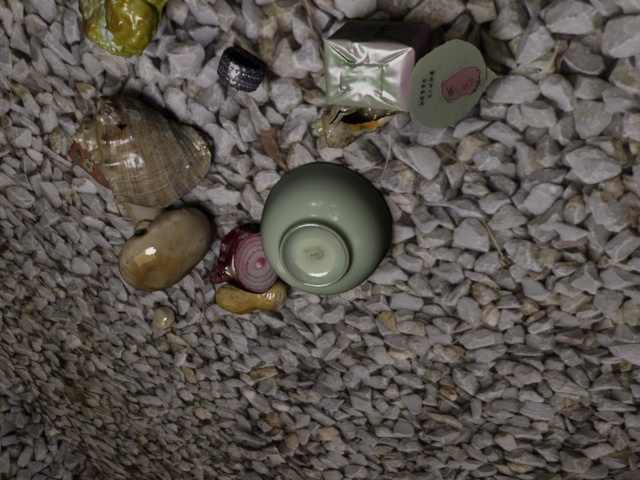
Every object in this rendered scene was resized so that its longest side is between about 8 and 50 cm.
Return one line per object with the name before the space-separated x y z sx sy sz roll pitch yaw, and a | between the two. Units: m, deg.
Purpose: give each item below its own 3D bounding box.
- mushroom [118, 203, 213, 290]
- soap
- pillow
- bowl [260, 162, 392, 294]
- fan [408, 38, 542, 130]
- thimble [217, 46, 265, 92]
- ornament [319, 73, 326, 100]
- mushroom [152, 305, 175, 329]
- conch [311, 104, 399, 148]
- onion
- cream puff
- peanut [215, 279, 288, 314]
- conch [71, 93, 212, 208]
mushroom | -0.475 -0.015 1.610 0.290 0.292 0.292 50 128 5
soap | 0.118 -0.362 1.151 0.181 0.199 0.139 8 124 15
pillow | -0.640 -0.244 1.615 0.171 0.075 0.179 41 130 -11
bowl | 0.000 0.000 1.423 0.353 0.185 0.354 5 116 9
fan | 0.311 -0.312 1.108 0.309 0.010 0.182 -14 129 -16
thimble | -0.186 -0.397 1.312 0.104 0.095 0.066 41 128 9
ornament | 0.029 -0.363 1.288 0.068 0.041 0.092 2 135 25
mushroom | -0.541 0.268 1.952 0.083 0.067 0.084 -1 88 25
conch | 0.081 -0.274 1.268 0.207 0.155 0.130 -5 104 3
onion | -0.234 0.067 1.590 0.139 0.218 0.195 19 130 48
cream puff | -0.414 -0.537 1.245 0.281 0.185 0.282 17 115 42
peanut | -0.215 0.168 1.731 0.263 0.101 0.118 -16 92 33
conch | -0.472 -0.222 1.452 0.351 0.210 0.298 8 104 14
